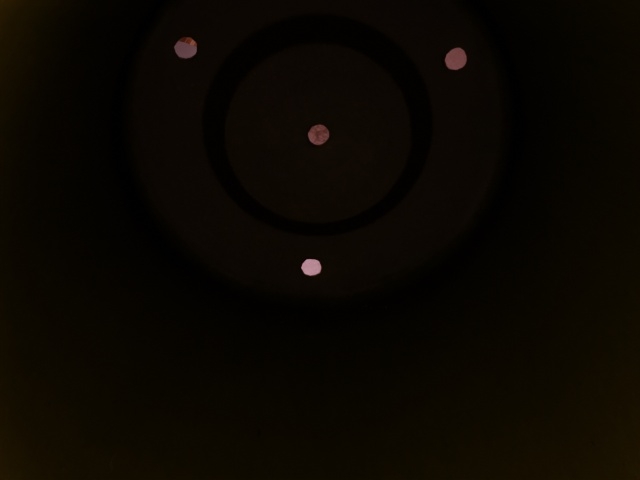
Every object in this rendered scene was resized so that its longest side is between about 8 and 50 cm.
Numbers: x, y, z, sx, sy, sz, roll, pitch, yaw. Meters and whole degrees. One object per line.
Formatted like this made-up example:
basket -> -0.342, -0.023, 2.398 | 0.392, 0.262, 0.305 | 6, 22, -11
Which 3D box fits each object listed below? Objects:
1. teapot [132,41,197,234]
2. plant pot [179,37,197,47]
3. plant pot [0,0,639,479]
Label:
teapot -> -0.166, -0.056, 0.703 | 0.252, 0.187, 0.256 | -51, 178, -32
plant pot -> -0.154, -0.095, 0.972 | 0.254, 0.237, 0.237 | -33, 180, 41
plant pot -> 0.000, 0.000, 0.414 | 0.367, 0.366, 0.353 | -21, -159, 7
